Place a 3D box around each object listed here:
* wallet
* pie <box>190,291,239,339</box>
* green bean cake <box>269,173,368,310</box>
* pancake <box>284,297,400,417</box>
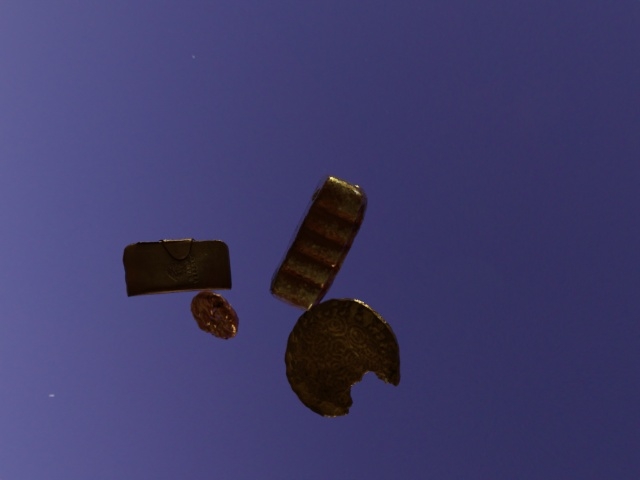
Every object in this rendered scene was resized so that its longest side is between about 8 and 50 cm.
[{"bbox_3d":[-0.341,0.061,1.253,0.031,0.256,0.137,-27,-111,55],"label":"wallet"},{"bbox_3d":[-0.279,0.197,1.367,0.155,0.036,0.154,15,-57,24],"label":"pie"},{"bbox_3d":[0.000,0.000,0.900,0.097,0.198,0.232,26,-87,-4],"label":"green bean cake"},{"bbox_3d":[0.046,0.269,1.171,0.286,0.033,0.288,15,-80,25],"label":"pancake"}]
